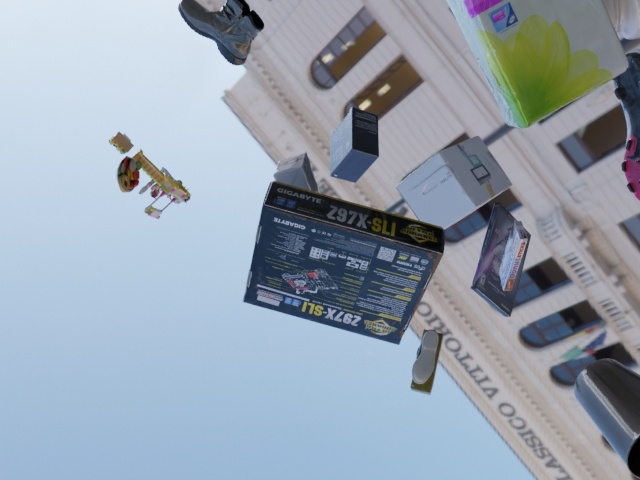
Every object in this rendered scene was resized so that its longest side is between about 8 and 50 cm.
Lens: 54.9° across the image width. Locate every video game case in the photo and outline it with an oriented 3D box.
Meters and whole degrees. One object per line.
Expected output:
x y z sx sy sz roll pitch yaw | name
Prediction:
0.526 0.057 1.781 0.196 0.026 0.274 36 -114 -35 | video game case

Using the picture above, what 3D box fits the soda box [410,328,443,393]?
0.317 0.361 1.828 0.058 0.061 0.181 62 -138 -67 | soda box

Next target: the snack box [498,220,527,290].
0.462 0.039 1.483 0.022 0.178 0.064 0 -137 -1 | snack box

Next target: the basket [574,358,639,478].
0.655 0.358 1.287 0.204 0.154 0.227 -11 -158 -9 | basket

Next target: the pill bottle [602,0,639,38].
0.650 -0.481 1.177 0.160 0.283 0.160 -12 -90 -76 | pill bottle

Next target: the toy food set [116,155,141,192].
-0.434 -0.150 1.394 0.083 0.020 0.082 -19 -67 -72 | toy food set

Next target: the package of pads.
0.392 -0.384 1.112 0.296 0.229 0.101 61 178 -10 | package of pads

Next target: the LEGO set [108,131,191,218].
-0.426 -0.139 1.509 0.132 0.107 0.287 47 -179 31 | LEGO set

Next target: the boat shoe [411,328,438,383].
0.238 0.262 1.396 0.038 0.046 0.125 -8 -70 -81 | boat shoe

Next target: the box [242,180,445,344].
0.034 0.048 1.131 0.322 0.257 0.079 15 -137 -1 | box

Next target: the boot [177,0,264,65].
-0.256 -0.596 1.621 0.246 0.161 0.083 43 -132 3 | boot

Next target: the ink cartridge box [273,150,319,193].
-0.045 -0.113 1.253 0.180 0.060 0.104 -86 -22 -72 | ink cartridge box

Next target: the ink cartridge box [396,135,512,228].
0.414 -0.170 1.903 0.270 0.198 0.197 -26 -99 -47 | ink cartridge box

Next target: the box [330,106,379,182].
0.100 -0.285 1.853 0.093 0.156 0.158 13 -120 -20 | box

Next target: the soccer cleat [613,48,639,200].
0.718 -0.246 1.314 0.143 0.116 0.331 -14 -84 -27 | soccer cleat
